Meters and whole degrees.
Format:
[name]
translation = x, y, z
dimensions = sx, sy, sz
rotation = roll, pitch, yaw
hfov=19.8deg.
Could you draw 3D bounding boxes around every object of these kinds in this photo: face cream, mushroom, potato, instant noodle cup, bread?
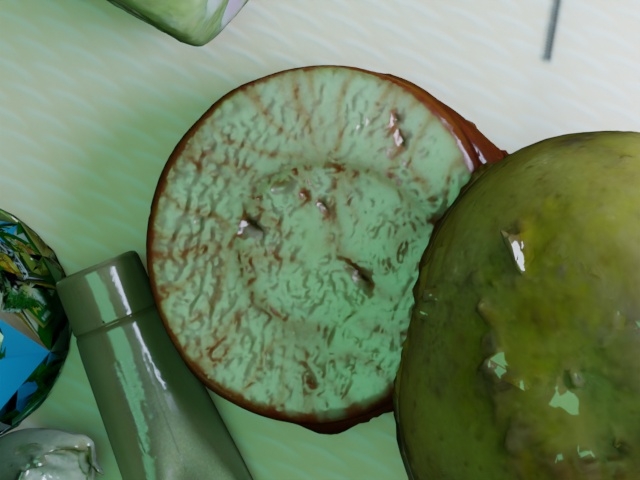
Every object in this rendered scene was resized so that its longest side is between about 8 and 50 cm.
[face cream]
translation = -0.141, 0.180, 1.687
dimensions = 0.137, 0.084, 0.341
rotation = -23, 91, -19
[mushroom]
translation = -0.326, 0.242, 1.698
dimensions = 0.278, 0.099, 0.096
rotation = -21, 68, 16
[potato]
translation = 0.272, 0.127, 1.466
dimensions = 0.385, 0.319, 0.442
rotation = -40, 97, -10
[instant noodle cup]
translation = -0.354, 0.077, 1.659
dimensions = 0.240, 0.178, 0.240
rotation = 0, 91, 7
[bread]
translation = -0.004, 0.001, 1.650
dimensions = 0.295, 0.114, 0.327
rotation = 20, 94, 6

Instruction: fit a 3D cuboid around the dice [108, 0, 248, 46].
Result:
[dice]
translation = -0.148, -0.332, 1.593
dimensions = 0.250, 0.254, 0.252
rotation = 32, 93, 5
